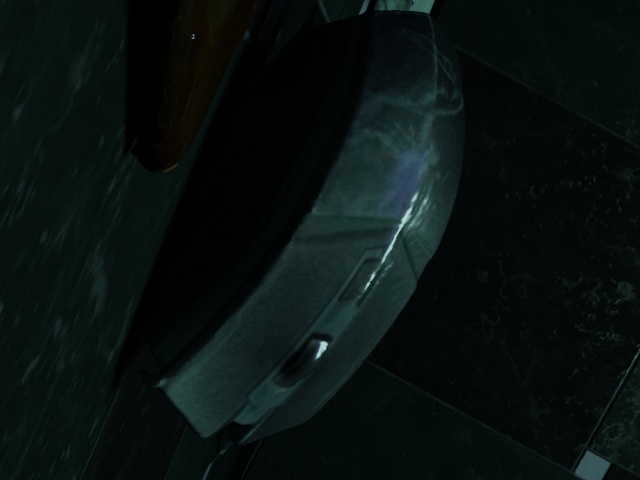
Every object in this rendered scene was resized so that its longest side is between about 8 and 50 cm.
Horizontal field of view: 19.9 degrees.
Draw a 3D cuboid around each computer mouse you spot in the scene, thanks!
[{"bbox_3d":[0.003,0.002,0.843,0.126,0.071,0.231,21,97,-48],"label":"computer mouse"}]

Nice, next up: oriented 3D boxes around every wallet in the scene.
[{"bbox_3d":[-0.027,-0.090,0.547,0.176,0.026,0.095,108,3,-68],"label":"wallet"}]

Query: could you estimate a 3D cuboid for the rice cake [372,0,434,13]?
[{"bbox_3d":[0.061,-0.176,1.450,0.189,0.037,0.198,-62,174,-57],"label":"rice cake"}]
